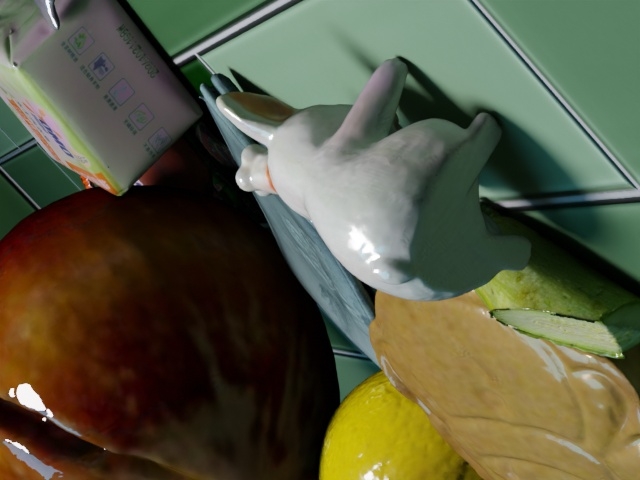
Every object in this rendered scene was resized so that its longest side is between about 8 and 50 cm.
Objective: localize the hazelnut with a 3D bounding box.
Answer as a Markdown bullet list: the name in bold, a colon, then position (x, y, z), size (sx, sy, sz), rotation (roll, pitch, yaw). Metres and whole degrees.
- **hazelnut**: position (-0.178, 0.127, 1.920), size (0.429, 0.402, 0.402), rotation (18, -172, -39)

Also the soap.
- **soap**: position (-0.252, -0.173, 1.885), size (0.182, 0.138, 0.199), rotation (26, 157, 55)

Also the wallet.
- **wallet**: position (0.001, -0.001, 1.700), size (0.251, 0.054, 0.290), rotation (47, 170, 44)

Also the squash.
- **squash**: position (0.152, 0.031, 1.349), size (0.090, 0.075, 0.200), rotation (8, -159, -45)

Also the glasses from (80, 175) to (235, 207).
- **glasses**: position (-0.174, -0.063, 2.125), size (0.255, 0.095, 0.162), rotation (50, 138, -5)

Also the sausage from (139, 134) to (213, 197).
- **sausage**: position (-0.175, -0.090, 2.017), size (0.141, 0.076, 0.076), rotation (54, 166, -14)

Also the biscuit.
- **biscuit**: position (0.189, 0.149, 1.506), size (0.351, 0.057, 0.312), rotation (50, 155, -15)

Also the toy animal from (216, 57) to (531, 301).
- **toy animal**: position (0.032, -0.058, 1.340), size (0.282, 0.138, 0.140), rotation (42, 163, 51)

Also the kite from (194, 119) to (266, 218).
- **kite**: position (-0.111, -0.069, 2.071), size (0.152, 0.015, 0.285), rotation (50, 165, -9)

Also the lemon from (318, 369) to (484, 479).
- **lemon**: position (0.108, 0.234, 1.821), size (0.228, 0.228, 0.253), rotation (52, 169, -32)

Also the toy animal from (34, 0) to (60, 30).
- **toy animal**: position (-0.333, -0.368, 1.656), size (0.206, 0.081, 0.367), rotation (43, 161, 28)
